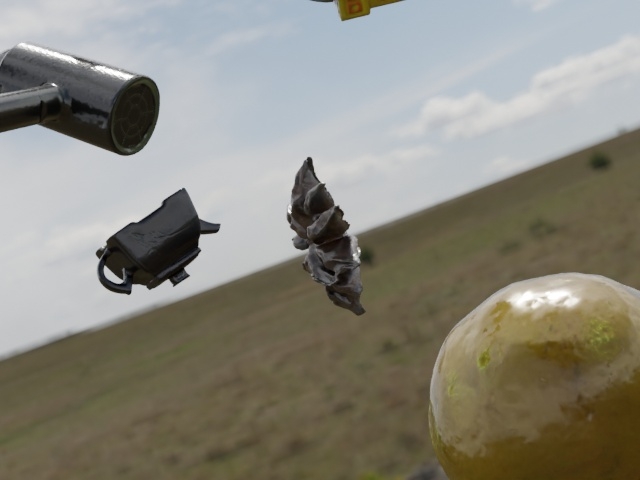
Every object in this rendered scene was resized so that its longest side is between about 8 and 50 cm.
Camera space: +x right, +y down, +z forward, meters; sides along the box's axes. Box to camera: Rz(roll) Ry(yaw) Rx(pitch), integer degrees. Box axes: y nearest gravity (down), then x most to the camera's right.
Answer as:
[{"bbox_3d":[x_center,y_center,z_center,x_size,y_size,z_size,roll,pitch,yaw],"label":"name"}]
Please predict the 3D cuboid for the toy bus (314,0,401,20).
[{"bbox_3d":[0.022,-0.309,1.112,0.152,0.330,0.144,-13,-43,-1],"label":"toy bus"}]

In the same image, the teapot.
[{"bbox_3d":[-0.201,0.013,2.009,0.177,0.096,0.087,-36,0,-29],"label":"teapot"}]

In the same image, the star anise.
[{"bbox_3d":[0.000,0.000,1.961,0.065,0.182,0.195,-21,-34,-11],"label":"star anise"}]

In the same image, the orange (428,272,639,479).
[{"bbox_3d":[0.238,0.168,1.525,0.279,0.279,0.235,-21,38,22],"label":"orange"}]

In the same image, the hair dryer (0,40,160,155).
[{"bbox_3d":[-0.295,-0.127,1.448,0.195,0.078,0.248,19,20,27],"label":"hair dryer"}]
